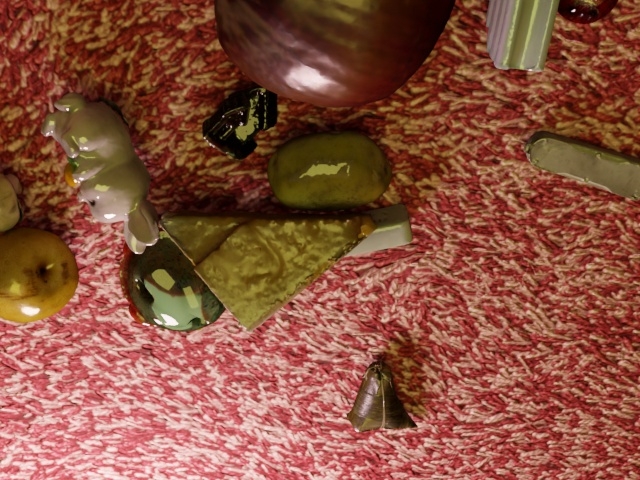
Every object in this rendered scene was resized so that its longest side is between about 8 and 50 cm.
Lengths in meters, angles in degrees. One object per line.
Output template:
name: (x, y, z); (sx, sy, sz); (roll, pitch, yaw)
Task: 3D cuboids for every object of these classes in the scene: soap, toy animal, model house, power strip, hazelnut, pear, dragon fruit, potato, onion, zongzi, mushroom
soap: (0.371, -0.466, 1.717); (0.095, 0.173, 0.289); (4, 120, -4)
toy animal: (-0.412, -0.132, 1.883); (0.154, 0.208, 0.325); (-39, 96, -20)
model house: (-0.141, -0.242, 1.867); (0.106, 0.165, 0.152); (44, 110, -4)
power strip: (0.547, -0.156, 1.971); (0.286, 0.048, 0.080); (15, 117, -9)
power strip: (0.000, 0.000, 2.031); (0.385, 0.091, 0.062); (-11, 118, 6)
hazelnut: (0.034, -0.420, 1.611); (0.402, 0.402, 0.429); (23, 127, -13)
soap: (-0.104, -0.036, 1.916); (0.338, 0.169, 0.304); (-39, 91, 3)
pear: (-0.616, 0.075, 2.009); (0.209, 0.209, 0.209); (0, 120, 0)
dragon fruit: (-0.303, 0.087, 2.062); (0.268, 0.130, 0.295); (-21, 118, 5)
potato: (0.018, -0.139, 1.916); (0.228, 0.148, 0.197); (-17, 132, 18)
onion: (0.486, -0.461, 1.757); (0.131, 0.131, 0.131); (0, 120, 0)
zongzi: (0.173, 0.364, 2.258); (0.184, 0.084, 0.187); (7, 116, -21)
mushroom: (-0.671, -0.091, 1.961); (0.154, 0.122, 0.154); (27, 142, 23)
